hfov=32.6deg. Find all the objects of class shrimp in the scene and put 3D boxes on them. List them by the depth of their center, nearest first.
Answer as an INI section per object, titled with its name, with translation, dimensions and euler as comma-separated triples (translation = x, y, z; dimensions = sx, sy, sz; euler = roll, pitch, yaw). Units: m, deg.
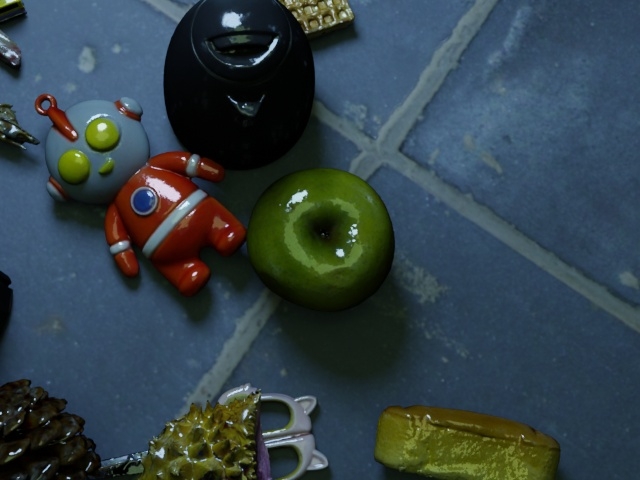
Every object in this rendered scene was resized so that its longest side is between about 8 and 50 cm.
[shrimp]
translation = -0.465, -0.222, 1.499
dimensions = 0.251, 0.052, 0.143
euler = 40, 77, 4

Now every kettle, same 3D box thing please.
[kettle]
translation = -0.111, -0.255, 1.412
dimensions = 0.208, 0.290, 0.268
euler = -7, 79, -5

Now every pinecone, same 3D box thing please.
[pinecone]
translation = -0.377, 0.290, 1.332
dimensions = 0.224, 0.224, 0.272
euler = -34, 112, -9

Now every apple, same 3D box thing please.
[apple]
translation = 0.000, 0.000, 1.436
dimensions = 0.197, 0.157, 0.196
euler = 3, 75, -11

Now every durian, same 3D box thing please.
[durian]
translation = -0.140, 0.367, 1.371
dimensions = 0.191, 0.112, 0.341
euler = -7, 94, -4

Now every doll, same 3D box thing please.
[doll]
translation = -0.254, -0.079, 1.459
dimensions = 0.336, 0.105, 0.200
euler = 44, 97, 3

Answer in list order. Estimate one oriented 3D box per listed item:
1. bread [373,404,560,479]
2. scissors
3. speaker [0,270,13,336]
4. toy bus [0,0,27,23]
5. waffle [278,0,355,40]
[bread]
translation = 0.194, 0.271, 1.438
dimensions = 0.246, 0.102, 0.094
euler = 11, 86, -1
[scissors]
translation = -0.152, 0.280, 1.444
dimensions = 0.318, 0.024, 0.160
euler = -10, 81, -6
[speaker]
translation = -0.532, 0.093, 1.384
dimensions = 0.231, 0.153, 0.192
euler = 18, 78, -1
[toy bus]
translation = -0.453, -0.360, 1.521
dimensions = 0.052, 0.058, 0.102
euler = -23, 83, -9
[waffle]
translation = -0.023, -0.359, 1.562
dimensions = 0.103, 0.042, 0.148
euler = -22, 82, -9
